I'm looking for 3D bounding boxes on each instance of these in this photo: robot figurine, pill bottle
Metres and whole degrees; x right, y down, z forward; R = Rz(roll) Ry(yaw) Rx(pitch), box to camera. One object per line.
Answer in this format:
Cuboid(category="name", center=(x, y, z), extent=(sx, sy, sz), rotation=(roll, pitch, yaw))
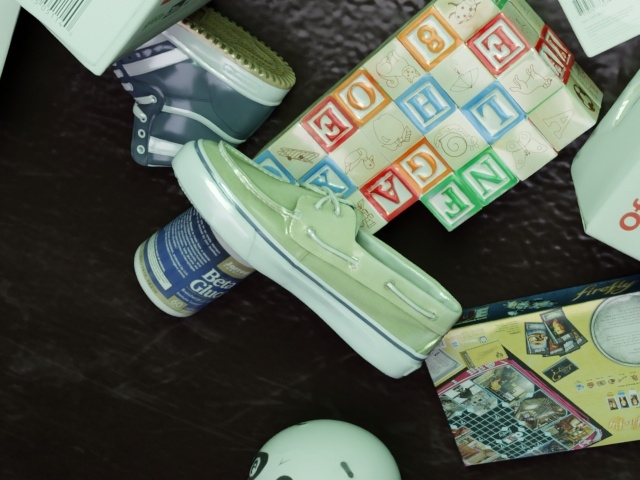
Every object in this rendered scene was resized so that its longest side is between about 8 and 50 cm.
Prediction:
Cuboid(category="robot figurine", center=(0.004, 0.331, 1.271), extent=(0.209, 0.173, 0.278), rotation=(5, 116, 13))
Cuboid(category="pill bottle", center=(-0.102, 0.001, 1.194), extent=(0.169, 0.094, 0.094), rotation=(-34, 101, 28))

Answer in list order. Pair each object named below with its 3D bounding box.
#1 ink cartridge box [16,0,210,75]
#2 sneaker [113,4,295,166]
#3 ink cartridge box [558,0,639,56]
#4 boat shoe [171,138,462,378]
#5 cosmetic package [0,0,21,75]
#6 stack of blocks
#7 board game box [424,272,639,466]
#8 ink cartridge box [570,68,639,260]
Cuboid(category="ink cartridge box", center=(-0.085, -0.306, 0.921), extent=(0.130, 0.309, 0.272), rotation=(42, 119, -5))
Cuboid(category="sneaker", center=(-0.179, -0.179, 1.132), extent=(0.282, 0.099, 0.153), rotation=(35, 118, -4))
Cuboid(category="ink cartridge box", center=(0.234, -0.261, 0.981), extent=(0.104, 0.061, 0.181), rotation=(-24, 106, 25))
Cuboid(category="boat shoe", center=(0.000, 0.000, 1.069), extent=(0.302, 0.109, 0.094), rotation=(41, 106, -14))
Cuboid(category="cosmetic package", center=(-0.383, -0.252, 1.091), extent=(0.197, 0.155, 0.365), rotation=(11, 124, -27))
Cuboid(category="stack of blocks", center=(0.090, -0.099, 1.090), extent=(0.297, 0.087, 0.171), rotation=(-38, 99, 29))
Cuboid(category="board game box", center=(0.237, 0.134, 1.179), extent=(0.243, 0.042, 0.165), rotation=(-13, 110, 23))
Cuboid(category="ink cartridge box", center=(0.378, -0.048, 0.975), extent=(0.273, 0.114, 0.197), rotation=(26, 120, -10))
